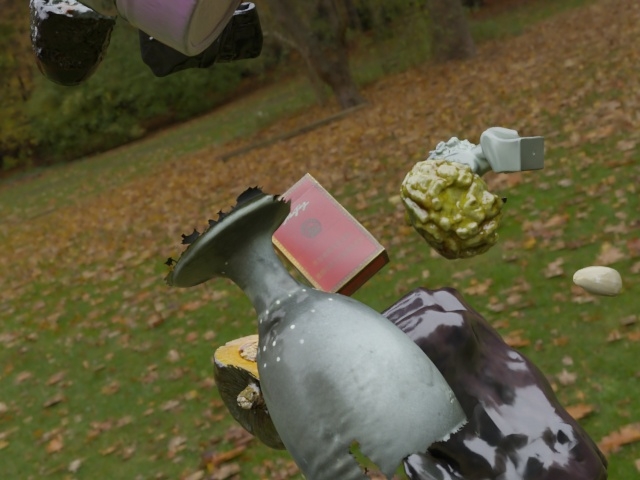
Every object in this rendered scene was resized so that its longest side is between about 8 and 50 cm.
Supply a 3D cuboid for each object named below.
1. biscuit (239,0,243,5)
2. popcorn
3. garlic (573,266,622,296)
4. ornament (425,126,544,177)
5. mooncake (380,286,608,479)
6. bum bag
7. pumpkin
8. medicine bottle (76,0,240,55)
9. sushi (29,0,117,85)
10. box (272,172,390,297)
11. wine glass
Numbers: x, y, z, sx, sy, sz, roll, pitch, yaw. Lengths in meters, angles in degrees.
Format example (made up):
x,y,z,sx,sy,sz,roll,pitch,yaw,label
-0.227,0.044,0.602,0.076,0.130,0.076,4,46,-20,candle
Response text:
x,y,z,sx,sy,sz,roll,pitch,yaw,label
-0.220,-0.460,1.574,0.192,0.186,0.036,-2,43,-1,biscuit
0.253,-0.067,1.868,0.169,0.218,0.189,-40,5,1,popcorn
0.398,0.061,1.358,0.053,0.041,0.083,-10,-22,38,garlic
0.362,-0.184,2.107,0.285,0.121,0.130,-12,-7,41,ornament
0.209,0.238,1.289,0.212,0.381,0.350,-43,-2,3,mooncake
-0.239,-0.405,1.939,0.248,0.123,0.060,-7,38,-2,bum bag
-0.097,0.360,2.140,0.324,0.232,0.242,11,23,43,pumpkin
-0.282,-0.413,1.220,0.219,0.388,0.219,-57,-3,-5,medicine bottle
-0.388,-0.348,1.505,0.136,0.126,0.225,6,40,-13,sushi
0.000,0.001,1.876,0.153,0.240,0.074,-43,-26,-3,box
-0.003,0.122,1.051,0.190,0.357,0.190,-36,-9,-7,wine glass
